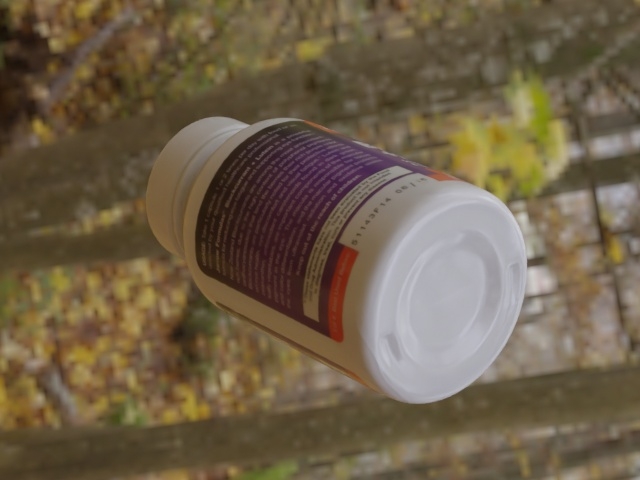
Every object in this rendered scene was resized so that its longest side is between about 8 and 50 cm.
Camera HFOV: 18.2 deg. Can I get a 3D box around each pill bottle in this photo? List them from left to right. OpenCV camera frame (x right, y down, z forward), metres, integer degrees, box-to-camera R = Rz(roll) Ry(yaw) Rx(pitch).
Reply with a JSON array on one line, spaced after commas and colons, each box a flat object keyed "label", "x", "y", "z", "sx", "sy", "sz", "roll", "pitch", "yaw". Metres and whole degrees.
[{"label": "pill bottle", "x": 0.000, "y": 0.000, "z": 0.991, "sx": 0.108, "sy": 0.193, "sz": 0.108, "roll": -17, "pitch": 118, "yaw": -36}]
